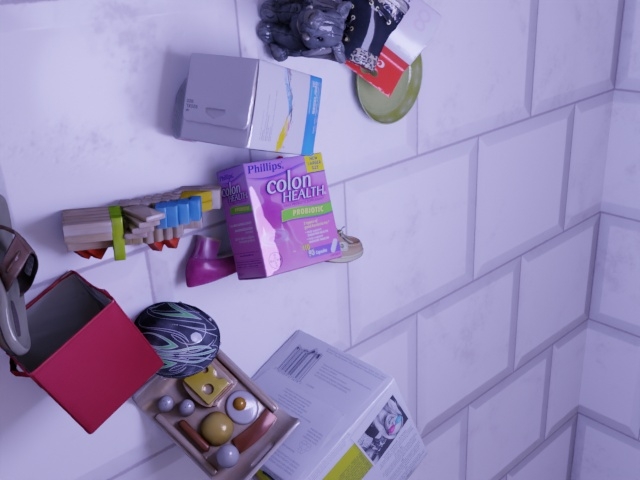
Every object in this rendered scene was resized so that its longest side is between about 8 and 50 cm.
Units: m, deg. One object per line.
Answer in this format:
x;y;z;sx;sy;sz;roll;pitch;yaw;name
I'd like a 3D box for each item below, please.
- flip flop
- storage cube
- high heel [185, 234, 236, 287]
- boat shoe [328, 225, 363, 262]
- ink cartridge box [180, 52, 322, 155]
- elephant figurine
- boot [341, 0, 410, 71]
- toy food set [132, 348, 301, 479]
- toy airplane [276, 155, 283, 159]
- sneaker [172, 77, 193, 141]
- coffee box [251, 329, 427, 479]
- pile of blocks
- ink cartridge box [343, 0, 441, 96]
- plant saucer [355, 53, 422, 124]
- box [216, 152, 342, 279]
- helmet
-0.517;0.054;1.164;0.080;0.112;0.277;-13;84;1;flip flop
-0.450;0.206;1.285;0.215;0.183;0.193;-46;132;-23;storage cube
-0.188;0.070;1.550;0.244;0.082;0.117;18;84;-42;high heel
0.000;0.000;1.695;0.285;0.104;0.089;0;107;-42;boat shoe
-0.134;-0.266;1.377;0.232;0.171;0.168;-6;106;-60;ink cartridge box
-0.005;-0.437;1.431;0.186;0.239;0.169;-44;130;-24;elephant figurine
0.067;-0.507;1.558;0.236;0.085;0.179;22;101;-19;boot
-0.227;0.374;1.517;0.220;0.306;0.092;-44;174;-24;toy food set
-0.105;-0.120;1.604;0.151;0.028;0.151;-15;113;-40;toy airplane
-0.256;-0.263;1.396;0.070;0.051;0.134;14;89;-59;sneaker
0.003;0.493;1.712;0.338;0.337;0.334;-45;131;-23;coffee box
-0.328;-0.019;1.342;0.362;0.149;0.113;-17;116;-39;pile of blocks
0.161;-0.493;1.645;0.189;0.066;0.232;32;75;-20;ink cartridge box
0.168;-0.418;1.750;0.241;0.037;0.241;-17;117;-38;plant saucer
-0.088;-0.055;1.510;0.213;0.117;0.243;-13;93;-38;box
-0.300;0.210;1.443;0.169;0.161;0.169;-17;117;-39;helmet
